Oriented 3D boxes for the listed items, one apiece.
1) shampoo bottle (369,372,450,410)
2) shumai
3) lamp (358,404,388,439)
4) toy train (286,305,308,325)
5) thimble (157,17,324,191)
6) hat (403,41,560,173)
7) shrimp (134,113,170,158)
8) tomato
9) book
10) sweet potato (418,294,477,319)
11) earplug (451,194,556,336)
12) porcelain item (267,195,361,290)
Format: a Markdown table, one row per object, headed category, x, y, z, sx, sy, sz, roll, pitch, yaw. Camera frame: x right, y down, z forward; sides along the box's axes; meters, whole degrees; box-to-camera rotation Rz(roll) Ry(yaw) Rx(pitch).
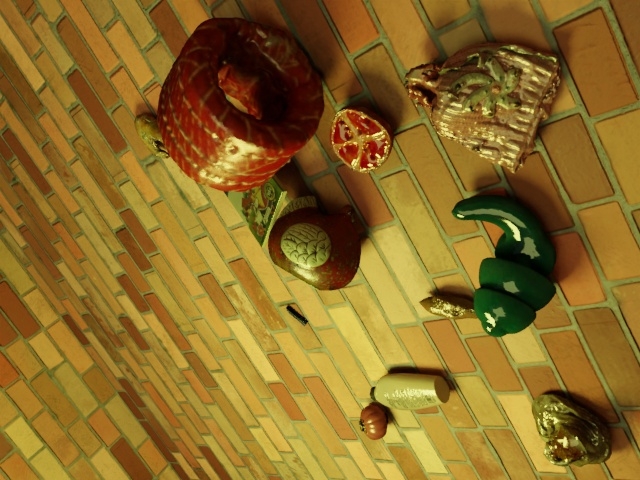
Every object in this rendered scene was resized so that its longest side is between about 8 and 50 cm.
| category | x | y | z | sx | sy | sz | roll | pitch | yaw |
| --- | --- | --- | --- | --- | --- | --- | --- | --- | --- |
| shampoo bottle | 0.246 | 0.436 | 1.739 | 0.256 | 0.078 | 0.127 | -18 | 114 | 42 |
| shumai | 0.593 | 0.479 | 1.452 | 0.209 | 0.153 | 0.161 | 48 | 130 | 3 |
| lamp | 0.167 | 0.569 | 1.891 | 0.107 | 0.092 | 0.108 | 166 | 90 | -73 |
| toy train | -0.075 | 0.235 | 1.888 | 0.083 | 0.017 | 0.017 | 39 | 144 | 8 |
| thimble | -0.177 | -0.299 | 1.344 | 0.350 | 0.350 | 0.230 | 50 | 139 | -4 |
| hat | 0.291 | -0.271 | 1.154 | 0.286 | 0.107 | 0.237 | 23 | 123 | 17 |
| shrimp | -0.480 | -0.303 | 1.789 | 0.187 | 0.051 | 0.132 | 33 | 148 | 25 |
| tomato | 0.099 | -0.233 | 1.361 | 0.155 | 0.069 | 0.156 | 18 | 128 | 24 |
| book | -0.207 | -0.166 | 1.610 | 0.322 | 0.018 | 0.228 | 52 | 141 | 24 |
| sweet potato | 0.336 | 0.165 | 1.483 | 0.205 | 0.060 | 0.068 | 2 | 154 | 26 |
| earplug | 0.390 | 0.062 | 1.285 | 0.257 | 0.280 | 0.164 | 25 | 170 | -29 |
| porcelain item | 0.000 | 0.000 | 1.543 | 0.252 | 0.253 | 0.253 | 21 | 132 | 25 |
